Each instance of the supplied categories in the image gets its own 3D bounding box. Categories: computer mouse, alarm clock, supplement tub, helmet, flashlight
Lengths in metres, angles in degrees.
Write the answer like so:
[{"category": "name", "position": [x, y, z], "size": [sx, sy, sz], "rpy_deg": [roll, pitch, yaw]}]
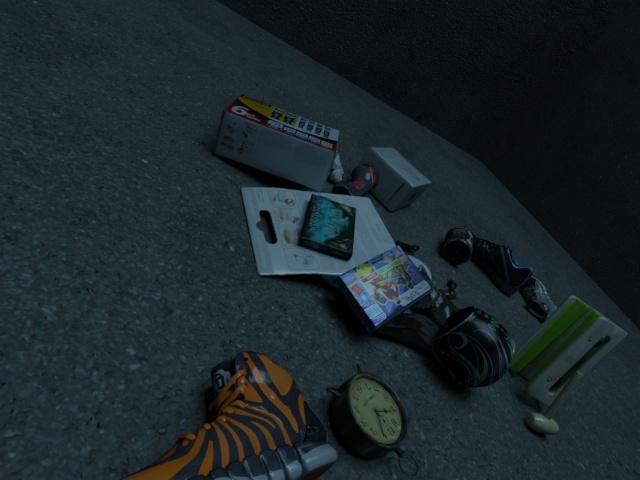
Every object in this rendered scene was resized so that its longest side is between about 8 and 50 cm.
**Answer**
[{"category": "computer mouse", "position": [0.304, 0.071, 1.255], "size": [0.106, 0.042, 0.192], "rpy_deg": [18, 35, -33]}, {"category": "alarm clock", "position": [0.094, 0.310, 0.671], "size": [0.192, 0.064, 0.129], "rpy_deg": [48, 31, 20]}, {"category": "supplement tub", "position": [0.525, 0.010, 1.519], "size": [0.106, 0.106, 0.198], "rpy_deg": [40, 30, 3]}, {"category": "helmet", "position": [0.355, 0.252, 0.922], "size": [0.161, 0.169, 0.169], "rpy_deg": [52, 31, 7]}, {"category": "flashlight", "position": [0.118, -0.191, 1.361], "size": [0.103, 0.103, 0.304], "rpy_deg": [18, 26, 18]}]

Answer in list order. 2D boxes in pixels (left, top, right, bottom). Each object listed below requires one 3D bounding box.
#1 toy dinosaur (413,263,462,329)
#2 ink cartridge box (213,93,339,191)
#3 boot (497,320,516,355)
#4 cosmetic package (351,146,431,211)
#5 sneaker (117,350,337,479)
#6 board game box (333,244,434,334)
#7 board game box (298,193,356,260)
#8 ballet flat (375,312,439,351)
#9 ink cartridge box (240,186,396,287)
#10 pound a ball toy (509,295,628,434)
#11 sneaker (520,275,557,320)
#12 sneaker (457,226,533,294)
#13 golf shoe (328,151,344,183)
[{"category": "toy dinosaur", "position": [0.349, 0.205, 1.080], "size": [0.160, 0.121, 0.313], "rpy_deg": [-24, 71, -45]}, {"category": "ink cartridge box", "position": [-0.112, -0.299, 1.161], "size": [0.310, 0.130, 0.271], "rpy_deg": [19, 31, -7]}, {"category": "boot", "position": [0.514, 0.286, 1.180], "size": [0.085, 0.059, 0.158], "rpy_deg": [28, 22, -11]}, {"category": "cosmetic package", "position": [0.280, -0.246, 1.573], "size": [0.224, 0.138, 0.224], "rpy_deg": [48, 31, 14]}, {"category": "sneaker", "position": [-0.131, 0.239, 0.491], "size": [0.321, 0.124, 0.180], "rpy_deg": [18, 30, -50]}, {"category": "board game box", "position": [0.145, 0.102, 0.891], "size": [0.201, 0.035, 0.136], "rpy_deg": [-23, 68, -35]}, {"category": "board game box", "position": [0.023, -0.038, 0.980], "size": [0.126, 0.026, 0.186], "rpy_deg": [17, 39, -6]}, {"category": "ballet flat", "position": [0.200, 0.212, 0.943], "size": [0.250, 0.058, 0.084], "rpy_deg": [23, 45, -31]}, {"category": "ink cartridge box", "position": [0.000, 0.000, 1.018], "size": [0.386, 0.091, 0.308], "rpy_deg": [2, 44, -23]}, {"category": "pound a ball toy", "position": [0.644, 0.333, 1.035], "size": [0.136, 0.319, 0.208], "rpy_deg": [32, 15, -13]}, {"category": "sneaker", "position": [0.860, 0.226, 1.611], "size": [0.132, 0.086, 0.228], "rpy_deg": [10, 41, -36]}, {"category": "sneaker", "position": [0.690, 0.051, 1.609], "size": [0.341, 0.139, 0.125], "rpy_deg": [48, 34, 19]}, {"category": "golf shoe", "position": [0.050, -0.257, 1.431], "size": [0.086, 0.069, 0.176], "rpy_deg": [49, 27, -24]}]
